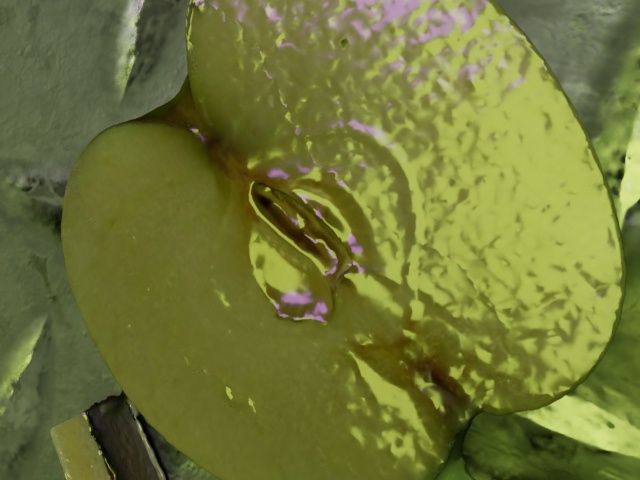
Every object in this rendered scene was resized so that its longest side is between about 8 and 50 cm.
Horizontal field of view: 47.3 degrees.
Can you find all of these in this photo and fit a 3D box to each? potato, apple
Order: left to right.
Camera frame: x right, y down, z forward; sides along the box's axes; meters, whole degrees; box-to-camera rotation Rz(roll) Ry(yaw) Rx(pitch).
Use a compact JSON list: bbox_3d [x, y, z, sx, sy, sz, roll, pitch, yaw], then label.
[{"bbox_3d":[-0.194,0.209,0.680,0.061,0.086,0.122,-28,81,15],"label":"potato"},{"bbox_3d":[0.000,0.000,0.518,0.312,0.320,0.360,-36,75,-25],"label":"apple"}]

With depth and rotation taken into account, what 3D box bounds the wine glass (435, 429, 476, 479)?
[{"bbox_3d":[0.166,0.223,0.526,0.202,0.093,0.092,32,97,23],"label":"wine glass"}]
